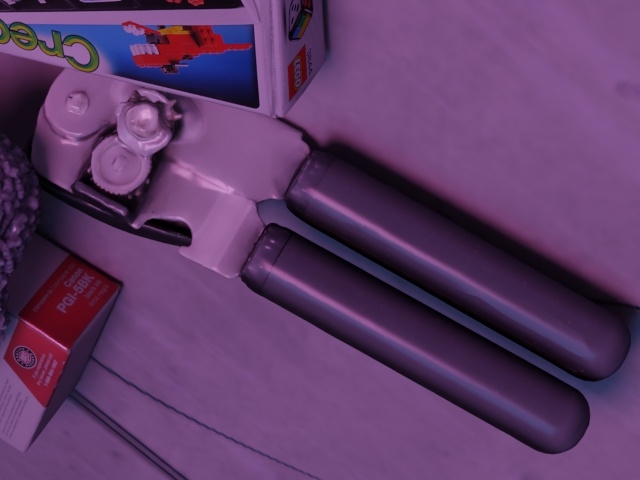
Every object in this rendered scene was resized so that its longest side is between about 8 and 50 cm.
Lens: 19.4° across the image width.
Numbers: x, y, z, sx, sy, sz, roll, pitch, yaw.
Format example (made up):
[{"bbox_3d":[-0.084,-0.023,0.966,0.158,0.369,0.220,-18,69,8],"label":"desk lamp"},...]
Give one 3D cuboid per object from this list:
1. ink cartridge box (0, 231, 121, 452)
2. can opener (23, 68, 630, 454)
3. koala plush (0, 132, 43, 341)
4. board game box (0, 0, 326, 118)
[{"bbox_3d":[-0.182,0.031,0.953,0.135,0.056,0.099,33,136,2],"label":"ink cartridge box"},{"bbox_3d":[0.000,0.000,0.823,0.280,0.074,0.093,28,171,8],"label":"can opener"},{"bbox_3d":[-0.257,0.048,0.809,0.196,0.221,0.203,27,136,12],"label":"koala plush"},{"bbox_3d":[-0.148,-0.169,0.756,0.305,0.053,0.193,15,133,19],"label":"board game box"}]
